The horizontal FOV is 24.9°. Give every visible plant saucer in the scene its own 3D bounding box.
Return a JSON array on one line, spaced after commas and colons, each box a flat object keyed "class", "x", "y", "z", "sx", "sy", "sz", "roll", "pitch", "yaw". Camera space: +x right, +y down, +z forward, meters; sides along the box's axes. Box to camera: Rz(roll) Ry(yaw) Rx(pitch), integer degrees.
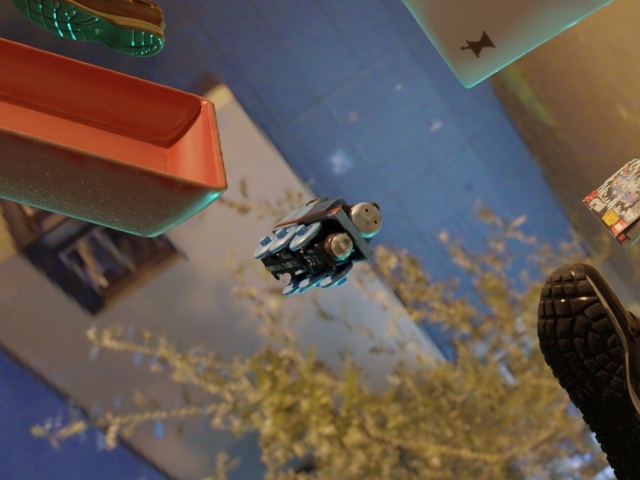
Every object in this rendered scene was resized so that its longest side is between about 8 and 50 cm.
[{"class": "plant saucer", "x": -0.189, "y": -0.075, "z": 0.857, "sx": 0.259, "sy": 0.047, "sz": 0.258, "roll": 15, "pitch": -166, "yaw": -10}]

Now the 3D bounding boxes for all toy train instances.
[{"class": "toy train", "x": 0.000, "y": 0.000, "z": 1.572, "sx": 0.080, "sy": 0.105, "sz": 0.184, "roll": 51, "pitch": 156, "yaw": -11}]

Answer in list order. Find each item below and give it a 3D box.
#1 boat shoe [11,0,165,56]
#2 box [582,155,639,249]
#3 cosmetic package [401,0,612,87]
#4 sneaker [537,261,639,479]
[{"class": "boat shoe", "x": -0.258, "y": -0.260, "z": 1.618, "sx": 0.178, "sy": 0.064, "sz": 0.060, "roll": 16, "pitch": -121, "yaw": -22}, {"class": "box", "x": 0.395, "y": -0.050, "z": 1.840, "sx": 0.027, "sy": 0.094, "sz": 0.137, "roll": 46, "pitch": -171, "yaw": -21}, {"class": "cosmetic package", "x": 0.144, "y": -0.356, "z": 1.361, "sx": 0.230, "sy": 0.161, "sz": 0.453, "roll": 52, "pitch": -157, "yaw": -22}, {"class": "sneaker", "x": 0.329, "y": 0.134, "z": 1.535, "sx": 0.107, "sy": 0.124, "sz": 0.283, "roll": -10, "pitch": 112, "yaw": 49}]
